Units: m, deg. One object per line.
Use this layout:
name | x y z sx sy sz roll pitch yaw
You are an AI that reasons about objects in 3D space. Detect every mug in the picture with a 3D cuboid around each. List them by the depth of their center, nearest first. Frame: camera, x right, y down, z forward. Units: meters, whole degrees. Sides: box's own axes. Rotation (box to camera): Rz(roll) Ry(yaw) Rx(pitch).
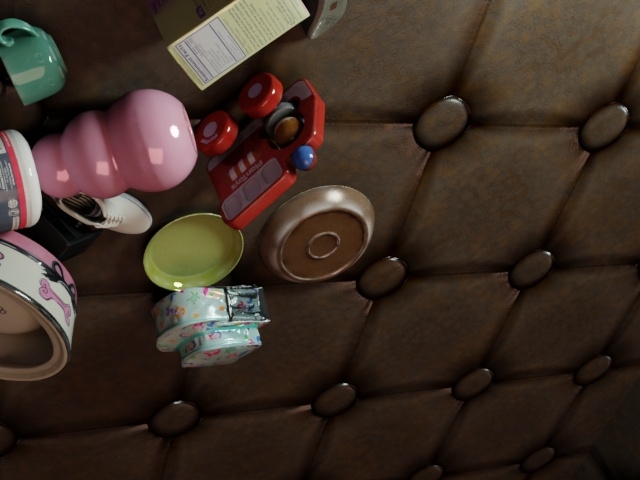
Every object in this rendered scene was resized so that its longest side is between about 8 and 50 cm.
mug | -0.519 -0.324 1.682 0.097 0.129 0.158 -25 178 -12

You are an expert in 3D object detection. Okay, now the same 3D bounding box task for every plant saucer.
plant saucer | -0.302 0.021 2.194 0.241 0.037 0.241 -14 134 -15
plant saucer | 0.000 0.000 2.319 0.310 0.050 0.310 -15 136 -15

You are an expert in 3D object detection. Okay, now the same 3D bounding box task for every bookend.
bookend | -0.566 -0.037 1.968 0.072 0.156 0.157 -44 178 17

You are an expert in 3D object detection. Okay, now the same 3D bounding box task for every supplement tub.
supplement tub | -0.672 -0.094 1.720 0.272 0.191 0.191 -14 135 -26

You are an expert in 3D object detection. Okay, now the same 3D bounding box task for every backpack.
backpack | -0.274 0.202 2.243 0.253 0.191 0.225 9 151 -36

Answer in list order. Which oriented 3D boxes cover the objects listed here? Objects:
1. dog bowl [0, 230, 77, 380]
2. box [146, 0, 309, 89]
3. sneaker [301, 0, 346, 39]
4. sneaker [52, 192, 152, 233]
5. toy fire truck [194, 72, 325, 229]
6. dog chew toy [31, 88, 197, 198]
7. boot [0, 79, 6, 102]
dog bowl | -0.684 0.117 1.902 0.408 0.150 0.408 9 141 8
box | -0.176 -0.432 1.705 0.243 0.213 0.117 -33 136 5
sneaker | -0.011 -0.497 1.839 0.083 0.118 0.222 -34 169 -22
sneaker | -0.469 -0.060 1.994 0.258 0.091 0.094 24 117 -40
toy fire truck | -0.107 -0.187 1.939 0.302 0.254 0.169 -39 136 11
dog chew toy | -0.418 -0.175 1.845 0.332 0.206 0.206 -16 136 -2
boot | -0.713 -0.273 1.686 0.246 0.083 0.161 -25 133 -4
